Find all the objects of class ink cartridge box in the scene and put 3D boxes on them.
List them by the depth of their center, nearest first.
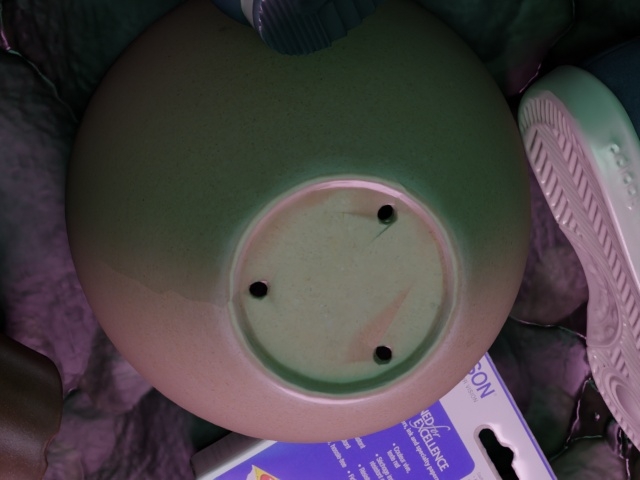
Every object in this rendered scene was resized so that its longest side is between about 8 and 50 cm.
[{"bbox_3d":[0.050,0.175,1.308,0.208,0.045,0.206,-29,116,1],"label":"ink cartridge box"}]

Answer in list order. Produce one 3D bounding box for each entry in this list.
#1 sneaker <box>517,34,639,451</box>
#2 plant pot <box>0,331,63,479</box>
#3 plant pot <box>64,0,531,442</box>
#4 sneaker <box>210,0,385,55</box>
[{"bbox_3d":[0.247,0.021,1.248,0.148,0.131,0.350,-30,124,-15],"label":"sneaker"},{"bbox_3d":[-0.253,0.096,1.148,0.165,0.167,0.167,27,105,-32],"label":"plant pot"},{"bbox_3d":[0.000,0.000,1.116,0.284,0.191,0.284,-2,106,-9],"label":"plant pot"},{"bbox_3d":[0.047,-0.241,1.094,0.319,0.131,0.112,-39,144,-19],"label":"sneaker"}]
